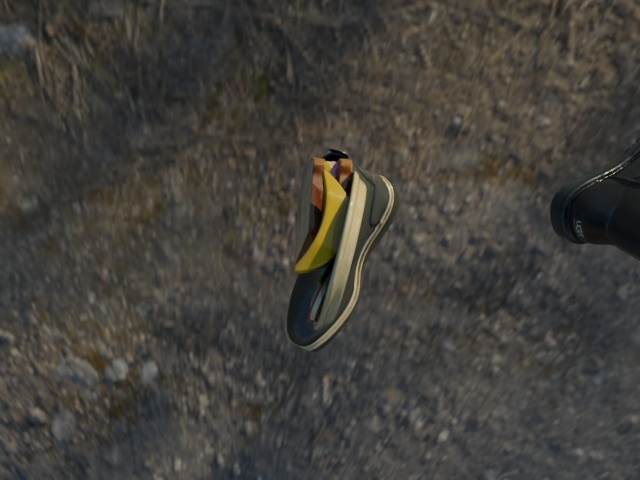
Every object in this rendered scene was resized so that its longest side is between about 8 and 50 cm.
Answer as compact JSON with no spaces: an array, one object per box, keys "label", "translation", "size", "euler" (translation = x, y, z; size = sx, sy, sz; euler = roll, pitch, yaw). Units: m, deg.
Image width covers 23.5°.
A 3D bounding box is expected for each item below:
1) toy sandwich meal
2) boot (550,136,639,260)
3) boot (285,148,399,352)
[{"label":"toy sandwich meal","translation":[0.000,0.000,0.724],"size":[0.029,0.085,0.085],"euler":[14,73,-2]},{"label":"boot","translation":[0.390,-0.043,1.596],"size":[0.246,0.207,0.094],"euler":[-27,118,-24]},{"label":"boot","translation":[-0.003,0.007,1.563],"size":[0.077,0.137,0.198],"euler":[19,83,27]}]
